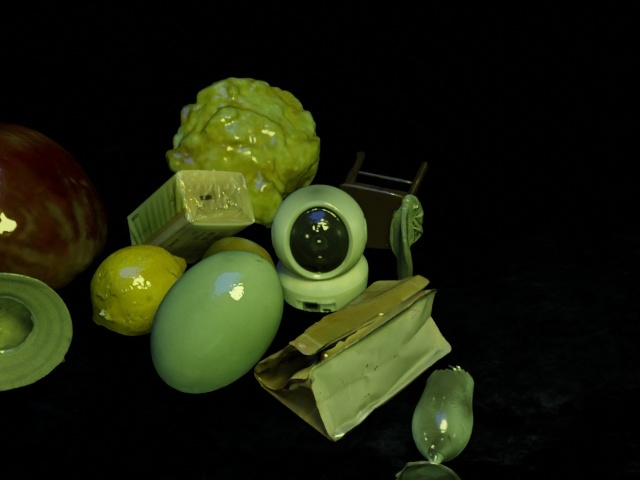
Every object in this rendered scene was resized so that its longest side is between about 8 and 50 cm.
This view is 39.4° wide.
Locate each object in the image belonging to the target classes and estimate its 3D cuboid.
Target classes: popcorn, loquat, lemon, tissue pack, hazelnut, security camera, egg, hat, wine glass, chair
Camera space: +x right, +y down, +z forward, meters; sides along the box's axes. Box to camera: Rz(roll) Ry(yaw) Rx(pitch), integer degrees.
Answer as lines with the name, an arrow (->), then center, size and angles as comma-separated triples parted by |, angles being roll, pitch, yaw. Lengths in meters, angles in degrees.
popcorn -> -0.150, -0.205, 2.011 | 0.292, 0.293, 0.334 | 20, 59, 30
loquat -> -0.159, 0.074, 1.740 | 0.195, 0.152, 0.152 | 32, 50, 33
lemon -> -0.346, 0.092, 1.716 | 0.206, 0.173, 0.173 | -29, 44, -29
tissue pack -> -0.262, -0.044, 1.798 | 0.159, 0.234, 0.125 | -3, 71, -39
hazelnut -> -0.628, -0.048, 1.789 | 0.420, 0.353, 0.421 | 11, 13, -2
security camera -> 0.000, 0.000, 1.752 | 0.194, 0.236, 0.194 | -1, 36, 1
egg -> -0.182, 0.142, 1.576 | 0.283, 0.203, 0.203 | -55, 46, 7
hat -> -0.581, 0.144, 1.632 | 0.252, 0.252, 0.110 | -14, 30, -12
wine glass -> 0.192, 0.306, 1.443 | 0.103, 0.103, 0.222 | 6, 38, 14
chair -> 0.124, -0.036, 1.856 | 0.186, 0.160, 0.319 | 10, 38, 10

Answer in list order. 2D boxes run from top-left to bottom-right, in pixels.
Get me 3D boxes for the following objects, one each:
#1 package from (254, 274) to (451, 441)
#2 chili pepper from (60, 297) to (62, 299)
package -> 0.059, 0.167, 1.585 | 0.311, 0.165, 0.221 | -30, 44, -31
chili pepper -> -0.550, 0.141, 1.801 | 0.030, 0.017, 0.083 | 26, 47, 36
